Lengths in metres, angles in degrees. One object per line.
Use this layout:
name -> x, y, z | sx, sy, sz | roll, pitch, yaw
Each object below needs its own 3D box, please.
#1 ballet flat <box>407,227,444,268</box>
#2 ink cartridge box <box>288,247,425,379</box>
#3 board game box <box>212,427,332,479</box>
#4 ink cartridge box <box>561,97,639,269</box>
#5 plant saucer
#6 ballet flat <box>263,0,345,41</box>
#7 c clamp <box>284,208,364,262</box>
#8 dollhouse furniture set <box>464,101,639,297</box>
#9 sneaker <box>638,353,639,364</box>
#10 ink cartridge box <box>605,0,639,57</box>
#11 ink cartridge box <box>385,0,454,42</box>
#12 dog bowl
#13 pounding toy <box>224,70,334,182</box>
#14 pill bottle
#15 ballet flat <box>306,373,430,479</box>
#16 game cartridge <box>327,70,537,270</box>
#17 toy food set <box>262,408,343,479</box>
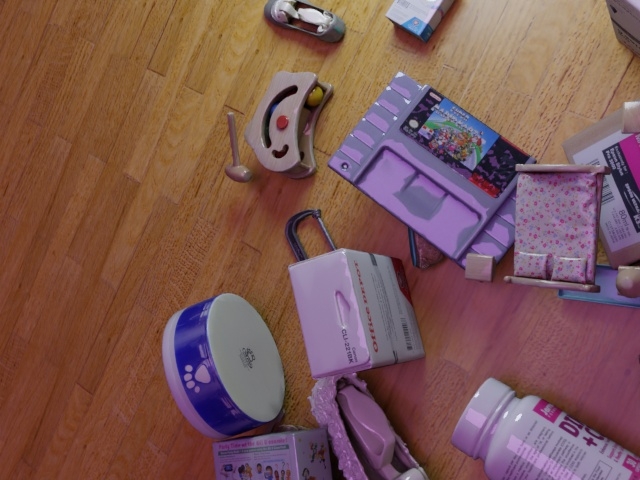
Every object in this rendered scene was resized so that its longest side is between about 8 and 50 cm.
ballet flat -> 0.191, -0.049, 1.319 | 0.067, 0.073, 0.206 | -9, 83, -2
ink cartridge box -> 0.071, 0.129, 1.233 | 0.114, 0.273, 0.196 | -18, 77, 23
board game box -> -0.078, 0.504, 1.264 | 0.224, 0.098, 0.303 | -18, 74, 39
ink cartridge box -> 0.518, -0.095, 1.104 | 0.193, 0.088, 0.234 | -35, 68, 49
plant saucer -> 0.500, 0.077, 1.174 | 0.192, 0.018, 0.067 | 6, 87, 25
ballet flat -> -0.044, -0.475, 1.465 | 0.213, 0.068, 0.072 | 28, 97, 26
c clamp -> 0.000, 0.000, 1.424 | 0.137, 0.022, 0.160 | -39, 71, 23
dollhouse furniture set -> 0.363, -0.073, 1.030 | 0.356, 0.174, 0.303 | 4, 91, 36
sneaker -> 0.533, 0.260, 1.099 | 0.051, 0.089, 0.170 | -12, 79, 24
ink cartridge box -> 0.546, -0.328, 1.053 | 0.115, 0.273, 0.198 | -46, 68, 17
ink cartridge box -> 0.199, -0.460, 1.355 | 0.088, 0.052, 0.122 | 39, 103, 23
dog bowl -> -0.180, 0.239, 1.349 | 0.104, 0.265, 0.264 | -24, 75, 19
pounding toy -> -0.085, -0.219, 1.410 | 0.154, 0.155, 0.269 | 33, 99, 29
pill bottle -> 0.366, 0.353, 1.131 | 0.283, 0.160, 0.160 | 30, 98, 25
ballet flat -> 0.111, 0.402, 1.245 | 0.147, 0.147, 0.408 | -42, 68, 16
game cartridge -> 0.217, -0.121, 1.255 | 0.355, 0.068, 0.230 | 38, 96, 12
toy food set -> -0.048, 0.427, 1.391 | 0.192, 0.038, 0.132 | 30, 98, 25
